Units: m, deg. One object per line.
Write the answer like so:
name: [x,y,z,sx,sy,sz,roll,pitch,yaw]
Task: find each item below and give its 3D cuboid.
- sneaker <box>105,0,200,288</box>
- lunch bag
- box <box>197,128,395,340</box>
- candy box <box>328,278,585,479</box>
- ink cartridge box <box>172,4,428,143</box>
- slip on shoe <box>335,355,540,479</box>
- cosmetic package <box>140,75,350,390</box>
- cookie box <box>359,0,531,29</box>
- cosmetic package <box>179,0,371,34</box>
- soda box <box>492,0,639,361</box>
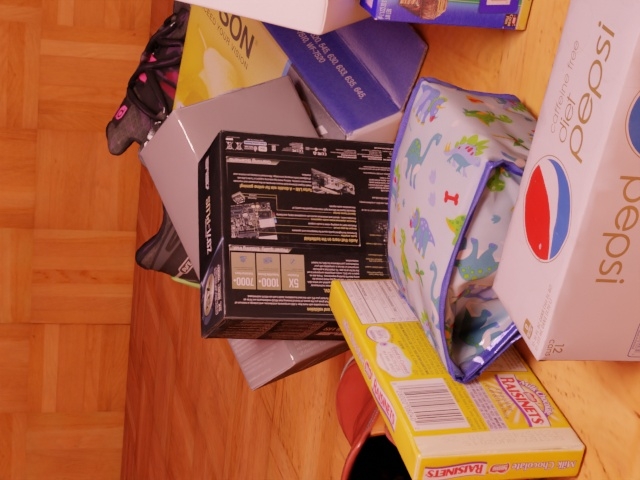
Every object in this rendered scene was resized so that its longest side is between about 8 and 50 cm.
sneaker: [-0.160,-0.177,1.368,0.185,0.202,0.483,-97,7,-86]
lunch bag: [0.094,-0.006,0.719,0.129,0.096,0.151,-115,40,-57]
box: [0.000,0.000,0.892,0.077,0.180,0.147,139,130,-65]
candy box: [0.080,0.083,0.741,0.206,0.105,0.027,-116,32,-60]
ink cartridge box: [-0.039,-0.147,1.099,0.304,0.072,0.307,56,147,34]
slip on shoe: [0.059,0.156,0.818,0.331,0.101,0.123,-133,45,-70]
cosmetic package: [-0.044,-0.008,0.983,0.238,0.127,0.107,64,148,10]
cookie box: [0.087,-0.186,0.736,0.040,0.107,0.092,-118,32,-58]
cosmetic package: [-0.042,-0.251,0.830,0.224,0.224,0.138,-36,-41,-57]
soda box: [0.151,-0.046,0.568,0.074,0.069,0.216,-113,30,-57]
